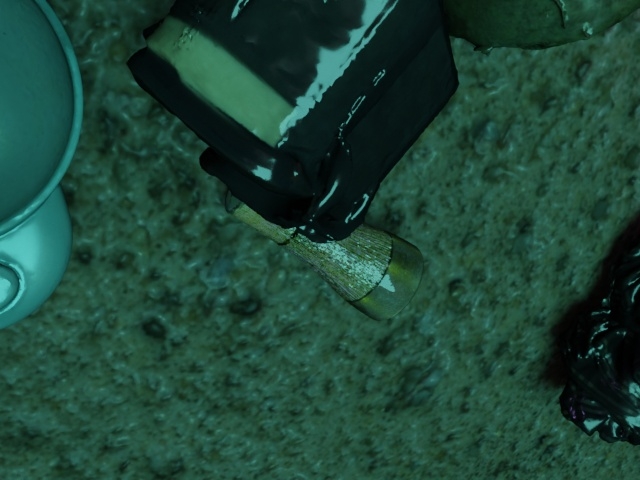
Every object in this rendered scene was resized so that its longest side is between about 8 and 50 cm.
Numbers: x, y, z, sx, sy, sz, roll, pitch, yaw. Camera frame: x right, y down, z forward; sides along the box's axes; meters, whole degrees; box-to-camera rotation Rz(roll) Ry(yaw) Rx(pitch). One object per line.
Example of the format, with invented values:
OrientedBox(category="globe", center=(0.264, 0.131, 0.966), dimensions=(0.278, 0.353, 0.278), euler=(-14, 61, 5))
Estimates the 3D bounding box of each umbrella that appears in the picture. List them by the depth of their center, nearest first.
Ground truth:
OrientedBox(category="umbrella", center=(0.392, 0.081, 0.843), dimensions=(0.337, 0.154, 0.128), euler=(-61, 161, 15))

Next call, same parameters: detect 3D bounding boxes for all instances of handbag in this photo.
OrientedBox(category="handbag", center=(-0.016, -0.113, 0.521), dimensions=(0.181, 0.181, 0.254), euler=(-52, 166, 3))

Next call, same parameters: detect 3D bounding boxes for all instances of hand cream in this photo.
OrientedBox(category="hand cream", center=(0.000, 0.000, 0.683), dimensions=(0.203, 0.084, 0.084), euler=(30, 102, -27))

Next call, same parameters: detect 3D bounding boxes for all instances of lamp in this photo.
OrientedBox(category="lamp", center=(-0.262, -0.071, 0.494), dimensions=(0.209, 0.147, 0.284), euler=(-16, 121, -18))

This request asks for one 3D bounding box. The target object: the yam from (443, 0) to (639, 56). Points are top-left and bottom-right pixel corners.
OrientedBox(category="yam", center=(0.128, -0.302, 0.513), dimensions=(0.195, 0.195, 0.300), euler=(-32, 124, -4))
